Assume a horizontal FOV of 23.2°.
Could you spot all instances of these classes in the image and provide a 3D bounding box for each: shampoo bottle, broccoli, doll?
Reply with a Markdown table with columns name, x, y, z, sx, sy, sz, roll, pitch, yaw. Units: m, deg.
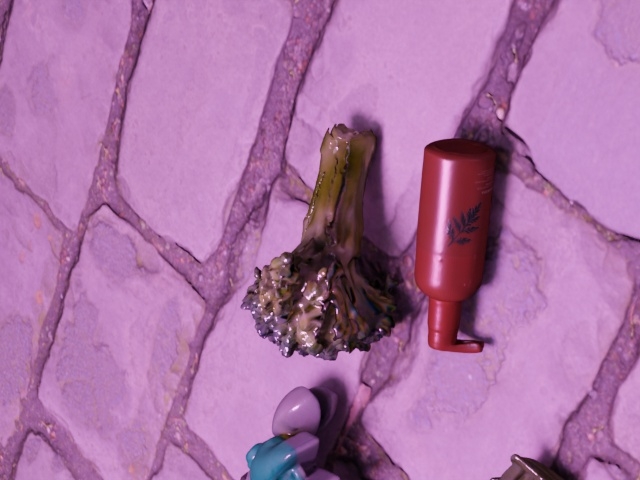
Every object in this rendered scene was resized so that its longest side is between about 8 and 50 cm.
| name | x | y | z | sx | sy | sz | roll | pitch | yaw |
| --- | --- | --- | --- | --- | --- | --- | --- | --- | --- |
| shampoo bottle | 0.150 | 0.009 | 1.761 | 0.085 | 0.085 | 0.244 | 19 | 116 | 41 |
| broccoli | -0.013 | 0.007 | 1.837 | 0.177 | 0.198 | 0.275 | 12 | 110 | 43 |
| doll | -0.029 | 0.280 | 1.987 | 0.258 | 0.153 | 0.195 | 17 | 132 | 59 |

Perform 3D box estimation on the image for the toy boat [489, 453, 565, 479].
| name | x | y | z | sx | sy | sz | roll | pitch | yaw |
| --- | --- | --- | --- | --- | --- | --- | --- | --- | --- |
| toy boat | 0.296 | 0.365 | 1.721 | 0.293 | 0.055 | 0.093 | 56 | 137 | 24 |
